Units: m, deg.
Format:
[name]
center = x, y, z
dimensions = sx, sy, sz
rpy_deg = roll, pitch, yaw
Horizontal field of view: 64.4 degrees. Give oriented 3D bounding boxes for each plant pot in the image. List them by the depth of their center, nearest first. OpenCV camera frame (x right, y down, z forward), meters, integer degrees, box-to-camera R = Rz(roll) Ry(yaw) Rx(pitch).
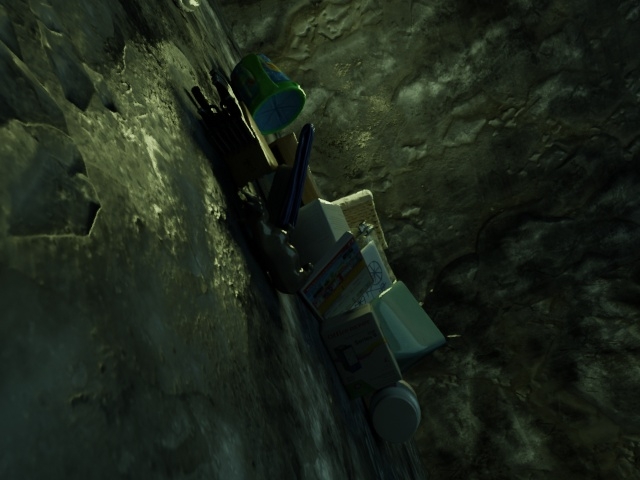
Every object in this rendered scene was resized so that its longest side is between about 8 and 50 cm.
[plant pot]
center = 0.187, 0.307, 1.582
dimensions = 0.247, 0.248, 0.252
rpy_deg = 54, 28, 17

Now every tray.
[tray]
center = -0.064, -0.135, 1.688
dimensions = 0.411, 0.076, 0.203
rpy_deg = 65, -22, -8

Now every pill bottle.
[pill bottle]
center = 0.236, 0.538, 1.619
dimensions = 0.283, 0.160, 0.160
rpy_deg = 43, 23, -81

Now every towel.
[towel]
center = -0.063, -0.122, 1.225
dimensions = 0.336, 0.040, 0.243
rpy_deg = 134, -33, -83

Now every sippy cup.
[sippy cup]
center = -0.208, -0.545, 1.851
dimensions = 0.224, 0.240, 0.305
rpy_deg = 56, -38, 18

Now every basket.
[basket]
center = 0.107, -0.055, 2.316
dimensions = 0.328, 0.331, 0.267
rpy_deg = -79, 151, -83

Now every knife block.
[knife block]
center = -0.189, -0.248, 1.137
dimensions = 0.276, 0.088, 0.242
rpy_deg = -90, 156, -80

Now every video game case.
[video game case]
center = 0.049, 0.121, 1.403
dimensions = 0.025, 0.204, 0.285
rpy_deg = 36, -14, 32

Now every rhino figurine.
[rhino figurine]
center = -0.093, 0.004, 1.011
dimensions = 0.243, 0.073, 0.106
rpy_deg = 62, 24, -24

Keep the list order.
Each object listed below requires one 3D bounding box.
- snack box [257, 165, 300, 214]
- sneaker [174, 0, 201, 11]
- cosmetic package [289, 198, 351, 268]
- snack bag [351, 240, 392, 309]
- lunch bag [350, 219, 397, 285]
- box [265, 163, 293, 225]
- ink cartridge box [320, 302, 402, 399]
[snack box]
center = -0.126, -0.147, 1.505
dimensions = 0.175, 0.070, 0.207
rpy_deg = 64, 4, 8
[sneaker]
center = -0.364, -0.708, 1.340
dimensions = 0.281, 0.115, 0.105
rpy_deg = 37, 29, -82
[cosmetic package]
center = 0.000, 0.000, 1.479
dimensions = 0.151, 0.151, 0.184
rpy_deg = 11, 54, -62
[snack bag]
center = 0.151, 0.220, 1.842
dimensions = 0.037, 0.342, 0.323
rpy_deg = -6, -65, 47
[lunch bag]
center = 0.142, 0.103, 2.011
dimensions = 0.305, 0.256, 0.212
rpy_deg = 63, -11, -14
[box]
center = -0.103, -0.113, 1.252
dimensions = 0.186, 0.038, 0.145
rpy_deg = -98, -154, -80
[ink cartridge box]
center = 0.109, 0.299, 1.383
dimensions = 0.093, 0.154, 0.213
rpy_deg = -73, 140, -81
